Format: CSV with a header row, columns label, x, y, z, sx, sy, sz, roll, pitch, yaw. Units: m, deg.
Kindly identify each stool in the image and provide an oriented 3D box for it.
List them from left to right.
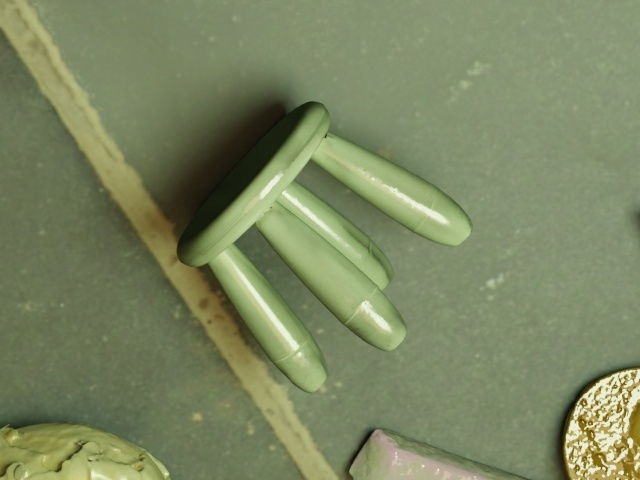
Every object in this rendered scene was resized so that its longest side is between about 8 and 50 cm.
label,x,y,z,sx,sy,sz,roll,pitch,yaw
stool,0.000,0.000,1.633,0.198,0.195,0.195,40,145,-10

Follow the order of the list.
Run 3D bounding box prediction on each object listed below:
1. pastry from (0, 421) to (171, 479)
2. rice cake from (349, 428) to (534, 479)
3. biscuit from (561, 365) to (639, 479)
label,x,y,z,sx,sy,sz,roll,pitch,yaw
pastry,-0.254,0.296,1.738,0.264,0.133,0.265,-2,112,-6
rice cake,0.205,0.281,1.841,0.365,0.056,0.073,19,107,-13
biscuit,0.350,0.221,1.828,0.208,0.049,0.181,27,87,-2
